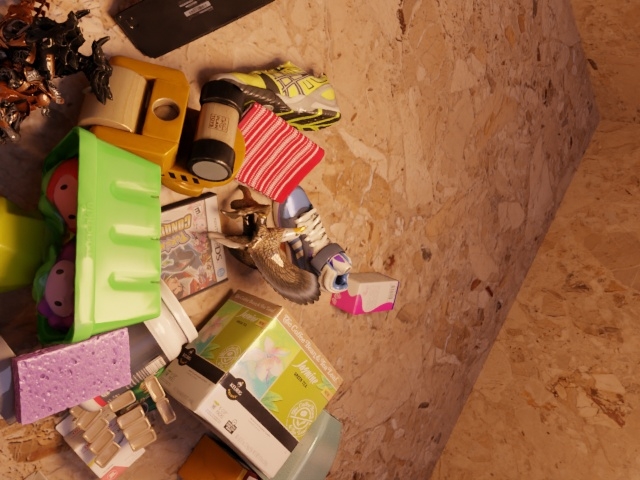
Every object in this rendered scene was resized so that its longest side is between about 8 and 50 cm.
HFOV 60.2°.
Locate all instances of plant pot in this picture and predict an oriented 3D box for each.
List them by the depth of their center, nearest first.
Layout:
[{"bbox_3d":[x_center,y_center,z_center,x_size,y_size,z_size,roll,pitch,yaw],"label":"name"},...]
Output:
[{"bbox_3d":[-0.078,0.590,1.648,0.252,0.248,0.247,-50,147,-12],"label":"plant pot"}]

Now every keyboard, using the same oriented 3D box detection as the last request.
[{"bbox_3d":[-0.262,-0.493,1.081,0.317,0.033,0.201,-21,142,12],"label":"keyboard"}]

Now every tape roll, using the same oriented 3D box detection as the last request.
[{"bbox_3d":[-0.601,0.232,1.016,0.072,0.219,0.219,-37,129,-31],"label":"tape roll"}]

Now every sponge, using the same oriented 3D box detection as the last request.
[{"bbox_3d":[-0.446,0.240,1.006,0.210,0.031,0.117,-13,108,-51],"label":"sponge"}]

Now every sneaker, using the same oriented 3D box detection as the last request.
[{"bbox_3d":[-0.118,-0.372,1.390,0.385,0.145,0.147,-1,76,-45],"label":"sneaker"},{"bbox_3d":[0.000,0.001,1.555,0.130,0.236,0.322,-32,127,-35],"label":"sneaker"}]

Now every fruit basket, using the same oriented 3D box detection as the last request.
[{"bbox_3d":[-0.493,0.001,0.977,0.392,0.283,0.391,9,75,-38],"label":"fruit basket"}]

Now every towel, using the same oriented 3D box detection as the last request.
[{"bbox_3d":[-0.131,-0.210,1.390,0.199,0.031,0.275,-46,140,15],"label":"towel"}]

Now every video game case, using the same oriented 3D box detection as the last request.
[{"bbox_3d":[-0.355,0.035,1.342,0.275,0.035,0.248,-24,122,-39],"label":"video game case"}]

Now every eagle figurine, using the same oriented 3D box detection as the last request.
[{"bbox_3d":[-0.132,0.029,1.412,0.226,0.225,0.298,-69,151,-56],"label":"eagle figurine"}]

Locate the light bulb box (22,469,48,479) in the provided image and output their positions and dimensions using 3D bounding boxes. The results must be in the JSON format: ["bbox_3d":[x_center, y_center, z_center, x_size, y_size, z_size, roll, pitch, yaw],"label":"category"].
[{"bbox_3d":[-0.647,0.773,1.175,0.358,0.225,0.360,-34,128,-34],"label":"light bulb box"}]

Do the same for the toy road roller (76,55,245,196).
[{"bbox_3d":[-0.324,-0.212,1.167,0.330,0.240,0.202,12,65,-17],"label":"toy road roller"}]

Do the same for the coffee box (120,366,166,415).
[{"bbox_3d":[-0.442,0.342,1.364,0.113,0.040,0.184,-15,115,-42],"label":"coffee box"}]

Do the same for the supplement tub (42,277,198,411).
[{"bbox_3d":[-0.425,0.216,1.189,0.272,0.191,0.191,-34,128,-20],"label":"supplement tub"}]

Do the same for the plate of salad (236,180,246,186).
[{"bbox_3d":[-0.146,-0.222,1.430,0.200,0.048,0.199,-18,140,-16],"label":"plate of salad"}]

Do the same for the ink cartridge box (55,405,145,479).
[{"bbox_3d":[-0.520,0.474,1.313,0.115,0.067,0.198,-42,131,-28],"label":"ink cartridge box"}]

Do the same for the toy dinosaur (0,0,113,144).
[{"bbox_3d":[-0.496,-0.324,0.948,0.164,0.219,0.321,-39,134,-79],"label":"toy dinosaur"}]

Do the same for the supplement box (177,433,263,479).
[{"bbox_3d":[-0.261,0.684,1.579,0.129,0.191,0.194,-55,136,-16],"label":"supplement box"}]

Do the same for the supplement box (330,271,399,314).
[{"bbox_3d":[0.153,0.177,1.885,0.220,0.114,0.111,1,105,-48],"label":"supplement box"}]

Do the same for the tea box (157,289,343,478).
[{"bbox_3d":[-0.172,0.363,1.436,0.323,0.220,0.329,-51,126,-23],"label":"tea box"}]

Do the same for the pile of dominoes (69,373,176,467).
[{"bbox_3d":[-0.470,0.366,1.277,0.196,0.040,0.251,-27,91,-20],"label":"pile of dominoes"}]
